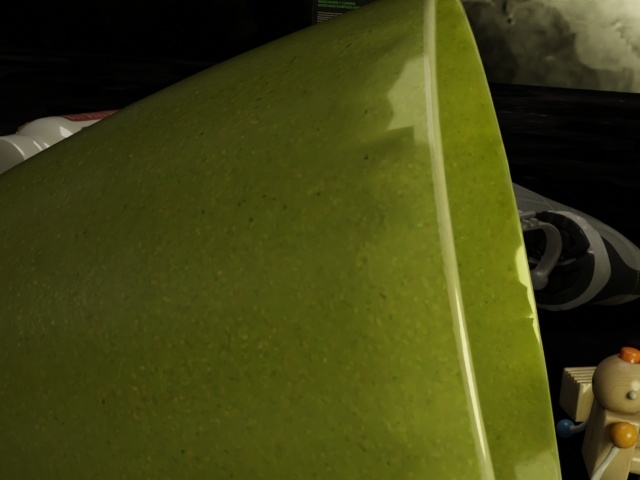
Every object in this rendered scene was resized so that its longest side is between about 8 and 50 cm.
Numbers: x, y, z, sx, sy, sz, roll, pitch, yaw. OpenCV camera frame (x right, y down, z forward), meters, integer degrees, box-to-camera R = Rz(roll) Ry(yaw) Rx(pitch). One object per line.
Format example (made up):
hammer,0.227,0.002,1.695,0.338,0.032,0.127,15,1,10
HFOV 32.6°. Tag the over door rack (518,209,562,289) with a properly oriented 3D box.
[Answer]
over door rack,0.000,0.000,0.911,0.324,0.108,0.239,1,11,-34

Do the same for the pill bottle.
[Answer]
pill bottle,-0.242,-0.072,1.134,0.121,0.121,0.216,13,17,34

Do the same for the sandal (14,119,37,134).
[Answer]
sandal,-0.359,-0.133,1.468,0.219,0.060,0.090,-8,18,-38

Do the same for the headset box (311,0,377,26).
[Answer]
headset box,0.080,-0.272,1.662,0.131,0.283,0.246,7,14,17

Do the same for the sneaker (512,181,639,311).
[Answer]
sneaker,0.196,0.003,1.025,0.108,0.100,0.271,11,13,-28

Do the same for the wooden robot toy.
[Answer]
wooden robot toy,0.186,0.098,0.647,0.076,0.079,0.173,4,15,3

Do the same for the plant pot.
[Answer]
plant pot,-0.063,0.057,0.468,0.294,0.274,0.275,-10,11,14
